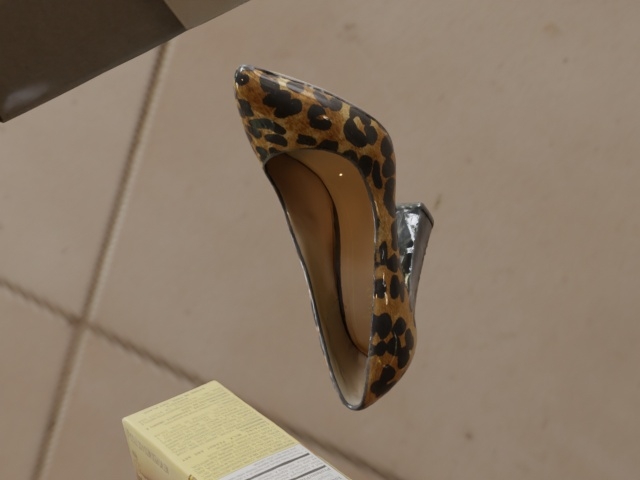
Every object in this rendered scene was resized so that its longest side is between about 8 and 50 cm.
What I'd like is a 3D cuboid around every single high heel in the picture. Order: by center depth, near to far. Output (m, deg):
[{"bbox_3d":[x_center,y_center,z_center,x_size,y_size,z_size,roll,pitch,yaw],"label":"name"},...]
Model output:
[{"bbox_3d":[0.000,0.000,1.395,0.093,0.186,0.261,-9,143,35],"label":"high heel"}]

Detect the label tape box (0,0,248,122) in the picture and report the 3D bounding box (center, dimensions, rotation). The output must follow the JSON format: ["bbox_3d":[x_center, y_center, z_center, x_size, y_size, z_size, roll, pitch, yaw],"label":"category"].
[{"bbox_3d":[-0.010,-0.216,0.698,0.334,0.240,0.106,-24,132,16],"label":"label tape box"}]

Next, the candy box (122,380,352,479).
[{"bbox_3d":[-0.024,0.235,1.281,0.316,0.087,0.183,26,134,59],"label":"candy box"}]
